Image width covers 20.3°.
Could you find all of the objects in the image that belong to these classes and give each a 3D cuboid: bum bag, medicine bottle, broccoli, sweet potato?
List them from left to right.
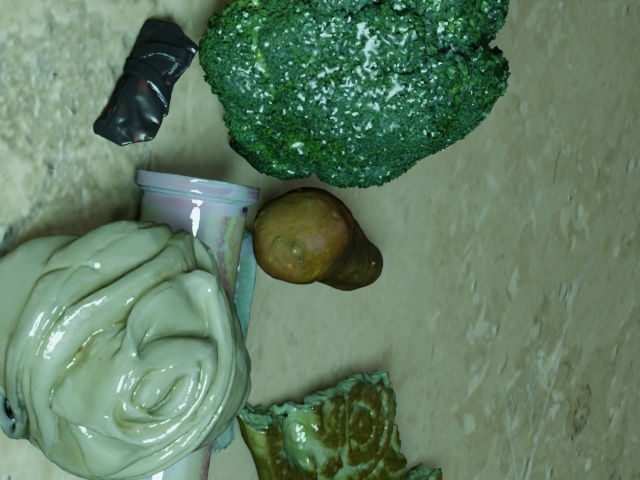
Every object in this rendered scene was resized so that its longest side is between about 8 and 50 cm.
[{"bbox_3d":[-0.147,-0.133,1.520,0.034,0.058,0.124,76,33,-68],"label":"bum bag"},{"bbox_3d":[-0.137,0.155,1.553,0.108,0.108,0.426,6,94,-55],"label":"medicine bottle"},{"bbox_3d":[-0.001,-0.001,1.703,0.292,0.097,0.097,14,85,-75],"label":"sweet potato"},{"bbox_3d":[0.029,-0.179,1.610,0.308,0.275,0.308,-21,145,-16],"label":"broccoli"}]

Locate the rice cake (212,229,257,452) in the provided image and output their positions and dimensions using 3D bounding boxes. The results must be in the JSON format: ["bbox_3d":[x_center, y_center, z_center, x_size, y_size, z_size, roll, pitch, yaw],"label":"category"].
[{"bbox_3d":[-0.090,0.092,1.661,0.043,0.034,0.210,7,90,-64],"label":"rice cake"}]

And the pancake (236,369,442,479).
[{"bbox_3d":[0.022,0.223,1.834,0.376,0.054,0.197,41,68,-52],"label":"pancake"}]

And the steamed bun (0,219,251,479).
[{"bbox_3d":[-0.155,0.097,1.404,0.211,0.144,0.218,-21,110,-13],"label":"steamed bun"}]
